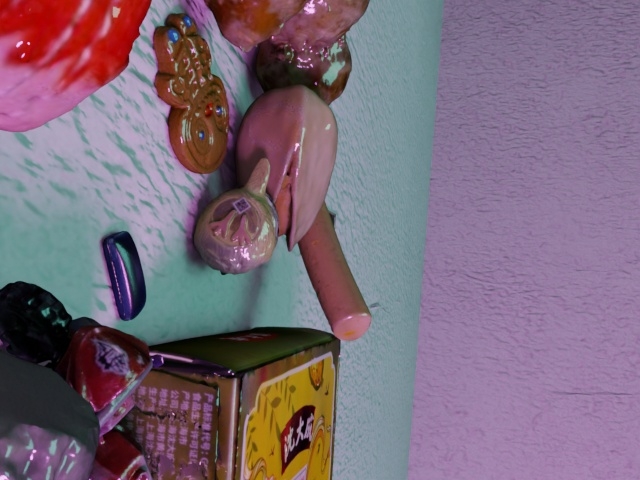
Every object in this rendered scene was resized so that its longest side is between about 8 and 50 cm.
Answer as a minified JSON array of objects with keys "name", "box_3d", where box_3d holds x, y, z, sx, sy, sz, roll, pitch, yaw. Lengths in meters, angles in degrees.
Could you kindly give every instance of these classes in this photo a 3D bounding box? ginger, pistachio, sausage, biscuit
[{"name":"ginger","box_3d":[-0.039,-0.311,0.747,0.375,0.176,0.256,27,82,-72]},{"name":"pistachio","box_3d":[-0.047,-0.090,0.812,0.152,0.126,0.223,-93,-167,-54]},{"name":"sausage","box_3d":[-0.001,0.002,0.919,0.066,0.066,0.301,68,3,-55]},{"name":"biscuit","box_3d":[-0.134,-0.152,0.694,0.124,0.026,0.175,-71,157,-45]}]

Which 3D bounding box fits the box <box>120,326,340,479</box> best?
[{"name":"box","box_3d":[-0.094,0.314,0.705,0.373,0.138,0.420,14,79,-73]}]

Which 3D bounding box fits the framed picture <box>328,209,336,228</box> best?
[{"name":"framed picture","box_3d":[0.017,-0.012,1.254,0.066,0.006,0.089,23,71,-73]}]

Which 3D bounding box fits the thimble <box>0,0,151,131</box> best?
[{"name":"thimble","box_3d":[-0.174,-0.158,0.320,0.125,0.163,0.189,17,76,-71]}]

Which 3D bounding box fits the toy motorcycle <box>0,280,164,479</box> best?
[{"name":"toy motorcycle","box_3d":[-0.163,0.124,0.468,0.082,0.122,0.213,-45,137,-44]}]

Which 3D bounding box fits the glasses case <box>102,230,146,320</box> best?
[{"name":"glasses case","box_3d":[-0.175,0.032,0.586,0.033,0.023,0.083,-51,141,-60]}]

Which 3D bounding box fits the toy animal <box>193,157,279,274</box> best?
[{"name":"toy animal","box_3d":[-0.088,-0.023,0.743,0.137,0.098,0.098,-67,158,-14]}]

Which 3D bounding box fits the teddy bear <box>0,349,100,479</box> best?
[{"name":"teddy bear","box_3d":[-0.198,0.170,0.302,0.144,0.171,0.251,29,69,-50]}]
